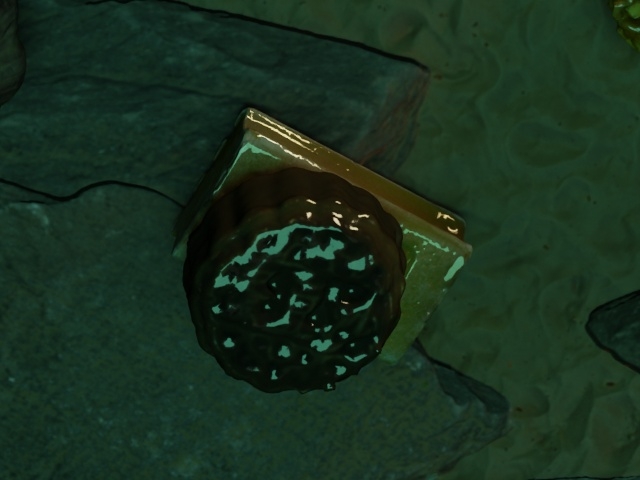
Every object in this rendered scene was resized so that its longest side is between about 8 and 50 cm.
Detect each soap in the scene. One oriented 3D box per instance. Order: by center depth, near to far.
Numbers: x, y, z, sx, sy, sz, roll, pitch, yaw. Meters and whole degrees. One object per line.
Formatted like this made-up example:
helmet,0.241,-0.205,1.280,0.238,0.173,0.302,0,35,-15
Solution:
soap,0.000,0.000,1.986,0.274,0.089,0.173,26,112,-16

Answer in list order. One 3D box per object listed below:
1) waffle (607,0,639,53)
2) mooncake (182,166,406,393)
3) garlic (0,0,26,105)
waffle,0.366,-0.276,1.831,0.249,0.056,0.253,21,115,-11
mooncake,-0.023,0.045,1.890,0.228,0.124,0.228,-2,118,-3
garlic,-0.404,-0.183,1.836,0.245,0.160,0.245,2,124,3
